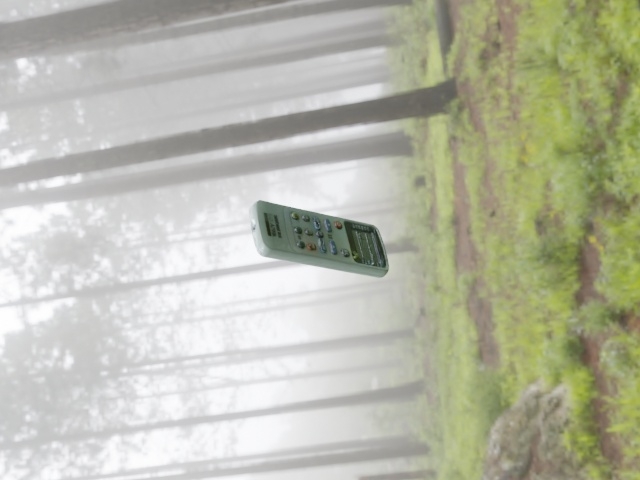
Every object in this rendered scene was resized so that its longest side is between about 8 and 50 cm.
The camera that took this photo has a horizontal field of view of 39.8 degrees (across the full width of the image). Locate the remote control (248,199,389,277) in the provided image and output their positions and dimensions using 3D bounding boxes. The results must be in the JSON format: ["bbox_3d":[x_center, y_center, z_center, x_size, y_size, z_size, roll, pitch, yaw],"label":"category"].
[{"bbox_3d":[0.000,0.000,0.709,0.018,0.124,0.053,-49,41,39],"label":"remote control"}]
